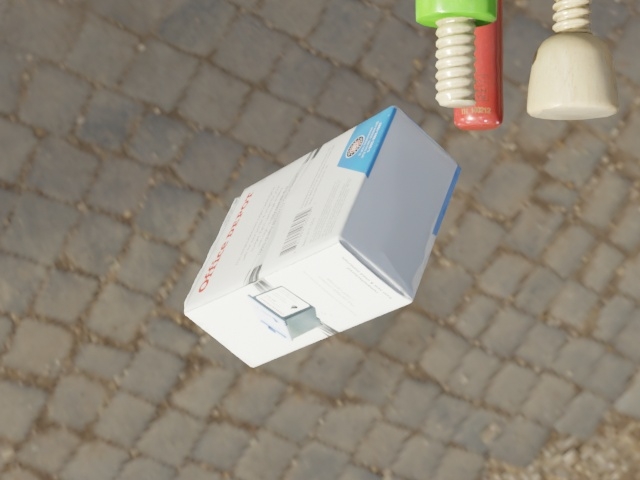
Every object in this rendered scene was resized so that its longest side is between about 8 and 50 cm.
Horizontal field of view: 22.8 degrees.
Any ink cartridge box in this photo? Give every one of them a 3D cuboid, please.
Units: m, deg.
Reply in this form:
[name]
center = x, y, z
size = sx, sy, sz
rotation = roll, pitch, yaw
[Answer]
[ink cartridge box]
center = 0.000, 0.000, 1.205
size = 0.082, 0.140, 0.190
rotation = 39, 141, -20

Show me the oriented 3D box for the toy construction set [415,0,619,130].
[toy construction set]
center = 0.179, -0.176, 0.656
size = 0.257, 0.308, 0.237
rotation = 5, 83, -55
